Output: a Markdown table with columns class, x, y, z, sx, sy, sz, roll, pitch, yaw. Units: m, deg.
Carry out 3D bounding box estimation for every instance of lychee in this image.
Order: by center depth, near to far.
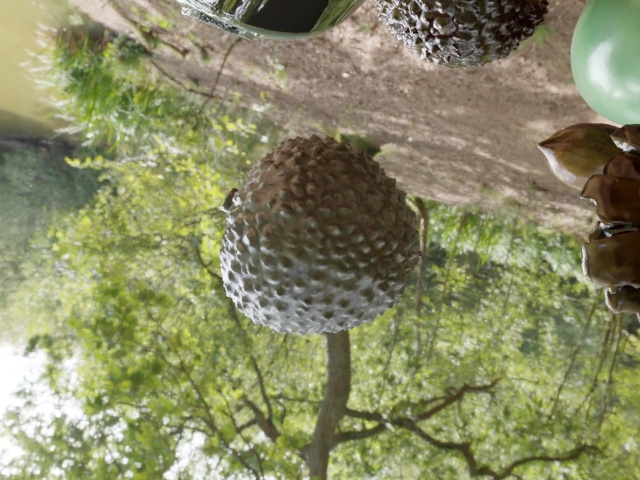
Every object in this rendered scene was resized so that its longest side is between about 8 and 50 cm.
| class | x | y | z | sx | sy | sz | roll | pitch | yaw |
| --- | --- | --- | --- | --- | --- | --- | --- | --- | --- |
| lychee | 0.180 | -0.366 | 0.774 | 0.271 | 0.271 | 0.271 | 14 | 179 | 0 |
| lychee | -0.004 | 0.003 | 0.777 | 0.300 | 0.300 | 0.300 | 14 | 179 | 0 |

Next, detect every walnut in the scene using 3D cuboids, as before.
| class | x | y | z | sx | sy | sz | roll | pitch | yaw |
| --- | --- | --- | --- | --- | --- | --- | --- | --- | --- |
| walnut | 0.449 | -0.128 | 0.891 | 0.207 | 0.115 | 0.116 | 14 | 179 | 7 |

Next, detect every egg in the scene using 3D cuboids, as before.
| class | x | y | z | sx | sy | sz | roll | pitch | yaw |
| --- | --- | --- | --- | --- | --- | --- | --- | --- | --- |
| egg | 0.445 | -0.257 | 0.726 | 0.220 | 0.220 | 0.270 | 14 | -175 | 11 |

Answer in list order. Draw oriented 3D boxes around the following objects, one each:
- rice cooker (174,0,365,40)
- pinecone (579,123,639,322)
| class | x | y | z | sx | sy | sz | roll | pitch | yaw |
| --- | --- | --- | --- | --- | --- | --- | --- | --- | --- |
| rice cooker | -0.016 | -0.365 | 0.436 | 0.335 | 0.335 | 0.325 | 15 | 159 | -29 |
| pinecone | 0.249 | -0.010 | 0.297 | 0.195 | 0.179 | 0.150 | 13 | 169 | 44 |
